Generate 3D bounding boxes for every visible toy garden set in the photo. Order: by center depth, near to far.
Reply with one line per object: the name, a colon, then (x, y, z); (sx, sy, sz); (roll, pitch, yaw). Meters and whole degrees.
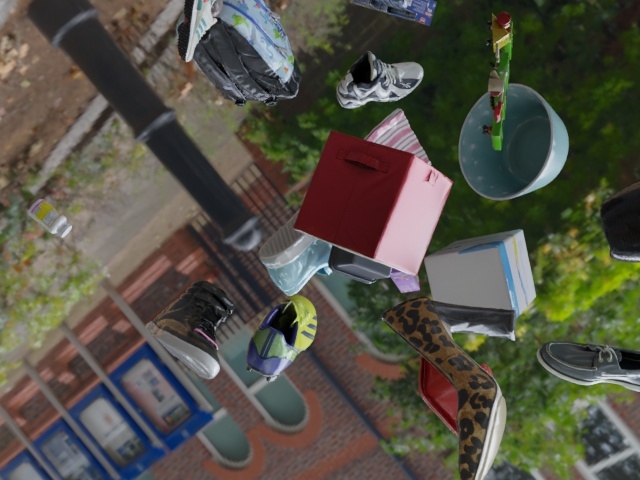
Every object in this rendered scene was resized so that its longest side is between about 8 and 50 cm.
toy garden set: (0.355, -0.329, 1.668); (0.204, 0.049, 0.244); (34, 63, -74)

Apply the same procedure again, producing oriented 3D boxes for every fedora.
fedora: (0.780, -0.045, 2.010); (0.152, 0.334, 0.334); (-11, -165, 31)

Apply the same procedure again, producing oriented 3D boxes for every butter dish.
butter dish: (0.266, 0.269, 1.527); (0.118, 0.160, 0.160); (-36, -164, 24)

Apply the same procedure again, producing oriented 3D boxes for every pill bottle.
pill bottle: (-0.543, -0.043, 1.648); (0.043, 0.083, 0.043); (-51, -178, 2)

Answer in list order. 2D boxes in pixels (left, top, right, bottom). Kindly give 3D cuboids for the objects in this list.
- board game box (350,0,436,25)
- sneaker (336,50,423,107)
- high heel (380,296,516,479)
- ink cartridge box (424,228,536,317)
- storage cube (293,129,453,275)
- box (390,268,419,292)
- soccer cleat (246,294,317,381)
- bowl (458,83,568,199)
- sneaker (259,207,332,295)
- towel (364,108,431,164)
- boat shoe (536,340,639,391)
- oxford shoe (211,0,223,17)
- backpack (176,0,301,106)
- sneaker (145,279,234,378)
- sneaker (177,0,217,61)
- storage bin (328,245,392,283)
board game box: (0.136, -0.548, 1.845); (0.194, 0.194, 0.060); (-11, 120, -62)
sneaker: (0.157, -0.415, 2.044); (0.235, 0.094, 0.153); (-12, 167, -8)
high heel: (0.151, 0.195, 1.084); (0.093, 0.186, 0.261); (68, 32, -50)
ink cartridge box: (0.423, 0.098, 2.136); (0.198, 0.197, 0.270); (-11, -176, 28)
storage cube: (0.099, -0.064, 1.486); (0.215, 0.184, 0.193); (24, 88, -58)
box: (0.209, 0.015, 2.159); (0.057, 0.201, 0.293); (-9, 166, 10)
soccer cleat: (-0.056, 0.155, 1.522); (0.289, 0.093, 0.121); (-50, 163, -67)
bowl: (0.545, -0.257, 2.221); (0.163, 0.311, 0.311); (5, 148, -39)
sneaker: (0.000, 0.000, 1.989); (0.135, 0.150, 0.366); (8, -143, 46)
towel: (0.195, -0.219, 2.080); (0.144, 0.197, 0.029); (-43, -148, -14)
boat shoe: (0.664, 0.271, 1.894); (0.116, 0.319, 0.099); (-82, -175, -49)
oxford shoe: (-0.226, -0.682, 1.906); (0.133, 0.363, 0.130); (1, 166, 2)
backpack: (-0.243, -0.561, 2.290); (0.290, 0.273, 0.355); (5, 167, 35)
sneaker: (-0.211, 0.145, 1.446); (0.147, 0.104, 0.296); (-46, -158, -14)
sneaker: (-0.266, -0.470, 1.808); (0.075, 0.057, 0.161); (-2, 116, -34)
storage bin: (0.103, 0.039, 1.883); (0.091, 0.135, 0.098); (-5, -113, 61)
